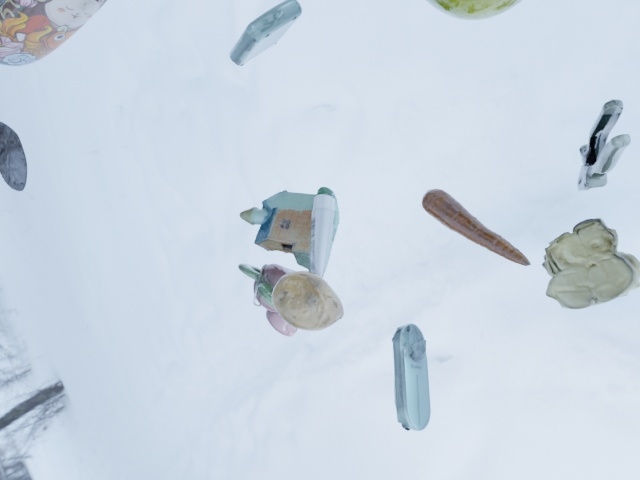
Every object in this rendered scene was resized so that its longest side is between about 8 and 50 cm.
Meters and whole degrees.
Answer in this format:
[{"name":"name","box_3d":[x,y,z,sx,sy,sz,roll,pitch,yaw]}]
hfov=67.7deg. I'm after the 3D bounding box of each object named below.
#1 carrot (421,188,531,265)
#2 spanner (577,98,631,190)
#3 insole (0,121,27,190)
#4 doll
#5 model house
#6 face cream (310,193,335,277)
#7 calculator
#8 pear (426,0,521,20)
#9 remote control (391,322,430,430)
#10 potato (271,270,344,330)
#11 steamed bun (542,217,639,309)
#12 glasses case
[{"name":"carrot","box_3d":[0.243,-0.020,0.764,0.216,0.048,0.048,44,136,37]},{"name":"spanner","box_3d":[0.534,-0.159,0.922,0.040,0.325,0.096,-6,74,17]},{"name":"insole","box_3d":[-0.512,-0.154,0.760,0.253,0.005,0.086,35,113,32]},{"name":"doll","box_3d":[-0.158,0.192,1.649,0.216,0.268,0.284,-55,41,4]},{"name":"model house","box_3d":[-0.122,-0.049,1.657,0.324,0.267,0.194,9,153,15]},{"name":"face cream","box_3d":[0.000,0.000,1.212,0.092,0.058,0.244,134,144,-69]},{"name":"calculator","box_3d":[-0.127,-0.466,1.077,0.045,0.141,0.246,55,164,-16]},{"name":"pear","box_3d":[0.170,-0.335,0.480,0.216,0.166,0.180,102,160,-68]},{"name":"remote control","box_3d":[0.217,0.323,1.142,0.052,0.104,0.248,-18,62,41]},{"name":"potato","box_3d":[-0.028,0.123,0.940,0.147,0.112,0.112,23,125,22]},{"name":"steamed bun","box_3d":[0.583,0.065,1.046,0.192,0.106,0.178,-41,54,27]},{"name":"glasses case","box_3d":[-0.462,-0.409,0.811,0.321,0.122,0.082,-30,84,20]}]
